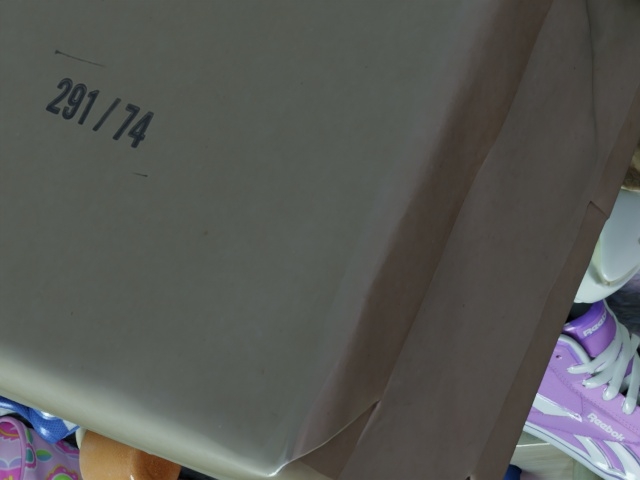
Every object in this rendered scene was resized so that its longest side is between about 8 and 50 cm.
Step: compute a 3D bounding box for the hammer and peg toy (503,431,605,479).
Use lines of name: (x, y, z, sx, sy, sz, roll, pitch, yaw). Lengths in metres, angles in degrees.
hammer and peg toy: (0.235, 0.217, 1.699, 0.361, 0.127, 0.266, -8, 150, 22)

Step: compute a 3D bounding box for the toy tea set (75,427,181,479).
toy tea set: (-0.092, 0.206, 1.665, 0.124, 0.200, 0.336, 0, 148, 43)

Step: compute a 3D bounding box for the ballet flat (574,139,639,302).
ballet flat: (0.136, -0.028, 1.199, 0.342, 0.124, 0.116, 11, 154, -16)

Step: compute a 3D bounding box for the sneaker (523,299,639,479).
sneaker: (0.236, 0.113, 1.450, 0.282, 0.102, 0.161, 19, 150, 8)

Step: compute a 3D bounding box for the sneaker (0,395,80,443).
sneaker: (-0.185, 0.108, 1.523, 0.296, 0.131, 0.112, 0, 152, 4)

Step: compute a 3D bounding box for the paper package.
paper package: (-0.042, -0.052, 0.867, 0.325, 0.309, 0.168, 17, 171, 36)

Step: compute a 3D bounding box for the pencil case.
pencil case: (-0.229, 0.270, 1.880, 0.284, 0.124, 0.124, 25, 147, -38)
